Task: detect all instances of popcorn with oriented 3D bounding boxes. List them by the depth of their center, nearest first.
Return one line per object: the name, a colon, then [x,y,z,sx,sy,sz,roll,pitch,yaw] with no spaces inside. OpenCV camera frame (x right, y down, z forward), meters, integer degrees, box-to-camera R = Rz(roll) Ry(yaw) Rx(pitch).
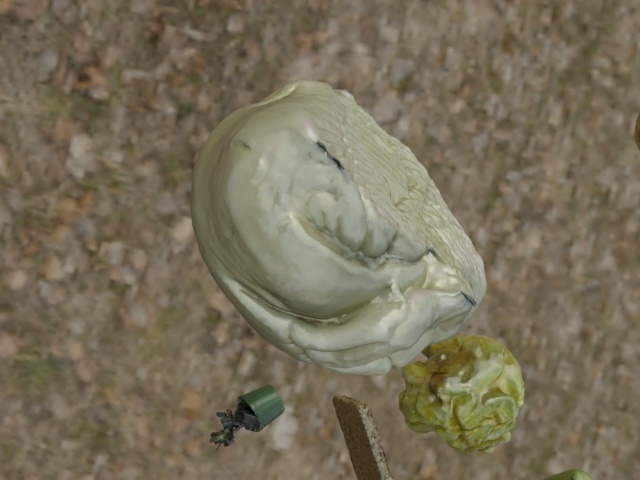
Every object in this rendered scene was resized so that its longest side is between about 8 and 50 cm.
popcorn: [0.209,0.222,2.250,0.167,0.187,0.186,106,1,-63]

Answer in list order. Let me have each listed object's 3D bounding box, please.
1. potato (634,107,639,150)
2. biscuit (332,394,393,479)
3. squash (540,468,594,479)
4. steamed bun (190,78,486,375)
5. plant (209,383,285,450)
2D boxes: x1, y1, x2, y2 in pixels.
potato: [0.450,-0.156,1.324,0.176,0.369,0.195,61,9,-4]
biscuit: [0.075,0.329,2.136,0.025,0.131,0.231,-19,97,-16]
squash: [0.280,0.435,2.178,0.203,0.288,0.111,49,18,-27]
steamed bun: [0.000,0.000,1.429,0.320,0.206,0.275,48,21,-26]
plant: [-0.096,0.216,1.845,0.102,0.051,0.051,-29,129,-23]
